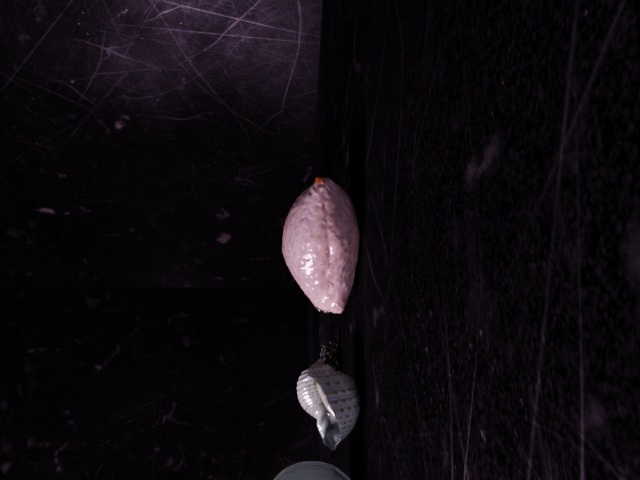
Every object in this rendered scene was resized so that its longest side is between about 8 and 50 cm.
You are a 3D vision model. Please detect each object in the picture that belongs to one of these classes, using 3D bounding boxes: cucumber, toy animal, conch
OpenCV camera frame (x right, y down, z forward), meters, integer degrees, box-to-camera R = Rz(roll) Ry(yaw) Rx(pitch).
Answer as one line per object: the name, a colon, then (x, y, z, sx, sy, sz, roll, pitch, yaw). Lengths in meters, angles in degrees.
cucumber: (0.035, 0.451, 1.740, 0.072, 0.072, 0.300, 97, 171, -60)
toy animal: (0.000, -0.006, 1.403, 0.226, 0.189, 0.358, -105, 16, -54)
conch: (0.032, 0.378, 1.373, 0.199, 0.131, 0.172, 62, 145, 7)

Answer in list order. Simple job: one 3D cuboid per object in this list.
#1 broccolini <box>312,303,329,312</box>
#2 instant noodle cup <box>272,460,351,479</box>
broccolini: (0.034, 0.111, 1.945, 0.392, 0.079, 0.073, 105, 176, -47)
instant noodle cup: (-0.032, 0.666, 1.333, 0.221, 0.312, 0.311, 108, 164, -45)
